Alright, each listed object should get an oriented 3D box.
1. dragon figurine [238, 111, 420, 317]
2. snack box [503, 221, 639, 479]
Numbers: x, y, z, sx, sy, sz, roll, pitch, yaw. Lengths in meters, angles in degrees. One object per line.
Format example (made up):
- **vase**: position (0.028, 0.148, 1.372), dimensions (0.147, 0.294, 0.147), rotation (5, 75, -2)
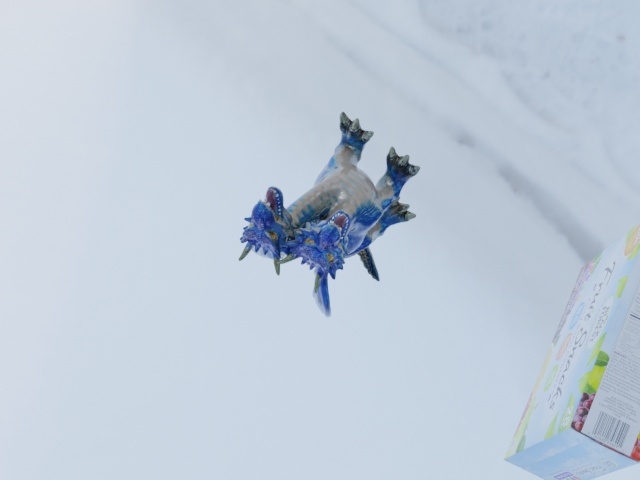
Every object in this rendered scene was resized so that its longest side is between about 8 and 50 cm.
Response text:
- **dragon figurine**: position (0.000, 0.000, 0.934), dimensions (0.085, 0.144, 0.289), rotation (38, 163, 8)
- **snack box**: position (0.247, 0.098, 1.048), dimensions (0.070, 0.207, 0.174), rotation (26, 160, -1)
